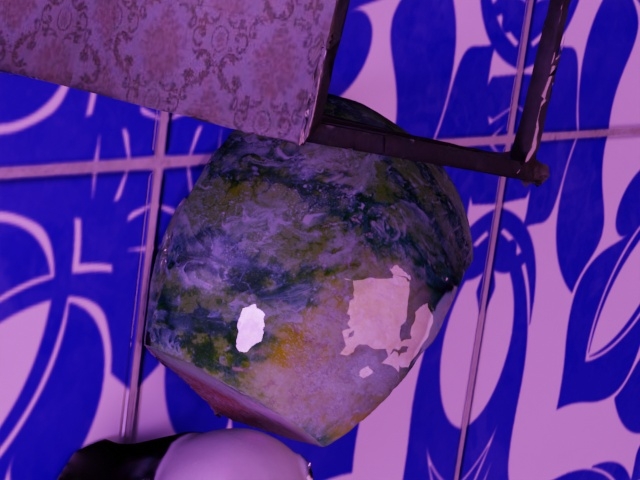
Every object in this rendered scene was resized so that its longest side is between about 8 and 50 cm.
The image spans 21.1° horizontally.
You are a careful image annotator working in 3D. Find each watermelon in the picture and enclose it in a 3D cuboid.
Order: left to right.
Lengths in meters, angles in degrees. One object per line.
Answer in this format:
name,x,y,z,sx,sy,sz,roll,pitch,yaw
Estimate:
watermelon,0.000,0.000,1.384,0.305,0.224,0.180,-59,-174,-23

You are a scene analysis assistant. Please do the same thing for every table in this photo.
table,-0.036,-0.181,1.087,0.272,0.335,0.222,4,100,-53

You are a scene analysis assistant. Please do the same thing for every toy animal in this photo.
toy animal,-0.096,0.214,1.308,0.166,0.179,0.138,-26,109,-54
